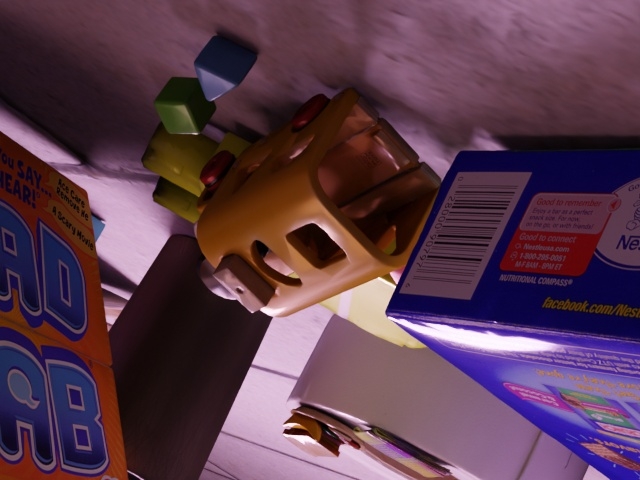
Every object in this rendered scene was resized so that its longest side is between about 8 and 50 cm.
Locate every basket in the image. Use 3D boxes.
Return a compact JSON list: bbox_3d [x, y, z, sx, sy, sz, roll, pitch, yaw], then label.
[{"bbox_3d":[-0.144,0.123,1.375,0.154,0.227,0.204,29,164,-2],"label":"basket"}]

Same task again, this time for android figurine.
[{"bbox_3d":[0.000,0.000,1.050,0.273,0.056,0.248,26,165,8],"label":"android figurine"}]

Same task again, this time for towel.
[{"bbox_3d":[0.070,0.184,1.235,0.083,0.009,0.060,31,166,-7],"label":"towel"}]

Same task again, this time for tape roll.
[{"bbox_3d":[0.114,0.177,1.348,0.286,0.100,0.286,26,165,8],"label":"tape roll"}]

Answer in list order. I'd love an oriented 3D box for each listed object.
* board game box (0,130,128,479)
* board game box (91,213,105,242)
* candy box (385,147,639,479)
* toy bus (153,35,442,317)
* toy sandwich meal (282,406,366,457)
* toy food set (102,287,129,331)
[{"bbox_3d":[-0.402,0.111,1.146,0.356,0.356,0.356,-17,159,13],"label":"board game box"},{"bbox_3d":[-0.425,-0.080,1.481,0.336,0.079,0.254,38,162,-33],"label":"board game box"},{"bbox_3d":[0.239,0.080,0.773,0.317,0.122,0.268,39,160,-31],"label":"candy box"},{"bbox_3d":[-0.024,-0.006,0.880,0.191,0.104,0.202,15,139,18],"label":"toy bus"},{"bbox_3d":[0.001,0.179,1.302,0.086,0.029,0.085,26,165,7],"label":"toy sandwich meal"},{"bbox_3d":[-0.376,0.079,1.718,0.220,0.092,0.306,21,-173,39],"label":"toy food set"}]
